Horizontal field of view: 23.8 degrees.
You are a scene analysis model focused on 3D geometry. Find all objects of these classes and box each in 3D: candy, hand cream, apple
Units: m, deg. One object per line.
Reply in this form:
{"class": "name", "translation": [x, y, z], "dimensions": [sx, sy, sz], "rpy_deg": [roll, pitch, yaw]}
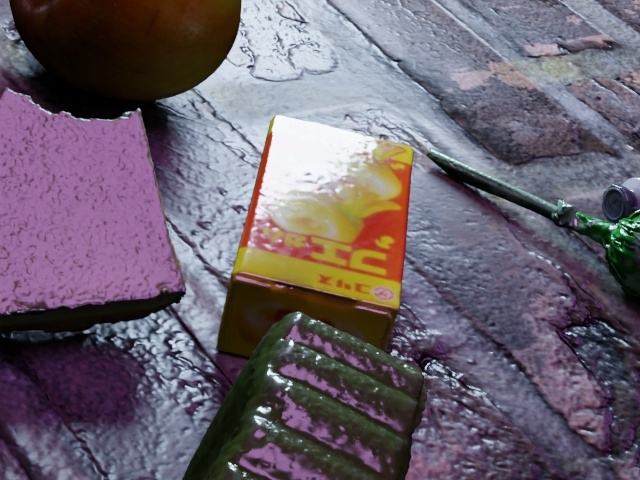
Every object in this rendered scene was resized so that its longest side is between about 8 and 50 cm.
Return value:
{"class": "candy", "translation": [0.237, -0.027, 1.511], "dimensions": [0.323, 0.097, 0.097], "rpy_deg": [26, 34, 30]}
{"class": "hand cream", "translation": [0.410, -0.043, 1.605], "dimensions": [0.256, 0.055, 0.088], "rpy_deg": [-4, 30, -30]}
{"class": "candy", "translation": [0.000, 0.000, 1.355], "dimensions": [0.146, 0.088, 0.276], "rpy_deg": [13, 33, -4]}
{"class": "apple", "translation": [-0.194, -0.246, 1.534], "dimensions": [0.208, 0.237, 0.237], "rpy_deg": [7, 30, -45]}

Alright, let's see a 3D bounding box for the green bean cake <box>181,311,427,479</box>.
{"class": "green bean cake", "translation": [-0.037, 0.192, 0.930], "dimensions": [0.125, 0.248, 0.222], "rpy_deg": [27, 34, -3]}

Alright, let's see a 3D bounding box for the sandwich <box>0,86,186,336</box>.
{"class": "sandwich", "translation": [-0.252, -0.025, 1.246], "dimensions": [0.245, 0.063, 0.212], "rpy_deg": [-5, 65, -23]}
